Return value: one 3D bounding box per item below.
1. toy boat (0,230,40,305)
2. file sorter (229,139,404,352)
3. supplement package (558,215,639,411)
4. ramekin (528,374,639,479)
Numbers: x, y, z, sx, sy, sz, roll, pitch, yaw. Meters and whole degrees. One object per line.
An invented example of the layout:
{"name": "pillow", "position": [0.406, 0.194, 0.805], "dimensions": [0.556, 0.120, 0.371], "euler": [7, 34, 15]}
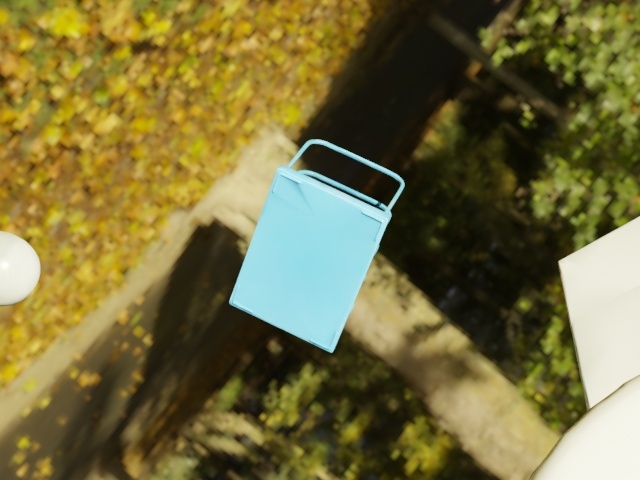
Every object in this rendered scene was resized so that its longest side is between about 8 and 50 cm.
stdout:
{"name": "toy boat", "position": [-0.337, 0.003, 1.085], "dimensions": [0.318, 0.148, 0.268], "euler": [17, 92, -81]}
{"name": "file sorter", "position": [0.000, 0.000, 1.387], "dimensions": [0.104, 0.118, 0.170], "euler": [-56, 170, -57]}
{"name": "supplement package", "position": [0.362, 0.065, 1.160], "dimensions": [0.262, 0.145, 0.204], "euler": [-31, -140, 28]}
{"name": "ramekin", "position": [0.182, 0.168, 0.493], "dimensions": [0.277, 0.277, 0.135], "euler": [-50, 153, -25]}
